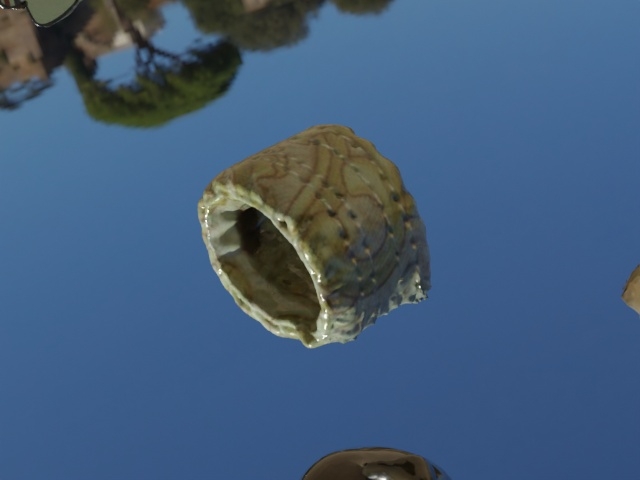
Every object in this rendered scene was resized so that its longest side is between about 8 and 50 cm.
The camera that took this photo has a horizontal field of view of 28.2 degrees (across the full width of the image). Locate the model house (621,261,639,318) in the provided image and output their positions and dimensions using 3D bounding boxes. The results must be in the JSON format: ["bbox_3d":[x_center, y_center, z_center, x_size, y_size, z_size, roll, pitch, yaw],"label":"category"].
[{"bbox_3d":[0.405,0.006,0.562,0.395,0.400,0.445,5,-147,-15],"label":"model house"}]

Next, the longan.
[{"bbox_3d":[0.062,0.280,1.279,0.185,0.204,0.159,23,-135,-5],"label":"longan"}]

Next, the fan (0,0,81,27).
[{"bbox_3d":[-0.073,-0.105,0.376,0.083,0.056,0.004,-45,-164,3],"label":"fan"}]

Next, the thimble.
[{"bbox_3d":[0.000,0.000,1.106,0.143,0.190,0.137,-31,173,-43],"label":"thimble"}]
